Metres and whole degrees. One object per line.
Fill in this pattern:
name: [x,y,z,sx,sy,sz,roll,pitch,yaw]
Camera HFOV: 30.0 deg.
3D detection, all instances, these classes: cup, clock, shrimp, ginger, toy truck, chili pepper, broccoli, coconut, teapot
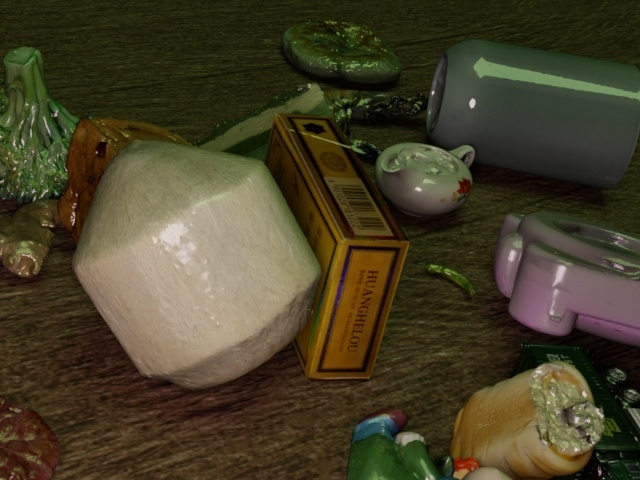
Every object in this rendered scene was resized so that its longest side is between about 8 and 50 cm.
cup: [0.338,-0.209,1.914,0.312,0.205,0.205,10,30,-6]
clock: [0.367,0.053,1.523,0.295,0.113,0.322,14,12,-7]
shrimp: [0.105,-0.183,1.939,0.262,0.051,0.198,-4,41,-24]
ginger: [-0.347,-0.009,1.442,0.069,0.051,0.173,17,32,-1]
toy truck: [0.304,0.218,1.298,0.121,0.088,0.259,5,30,-17]
chili pepper: [0.175,0.052,1.592,0.083,0.017,0.030,28,33,27]
broccoli: [-0.378,-0.160,1.542,0.219,0.194,0.194,28,32,33]
coconut: [-0.135,0.012,1.267,0.266,0.237,0.237,56,30,-12]
teapot: [0.156,-0.092,1.753,0.145,0.092,0.226,34,34,26]

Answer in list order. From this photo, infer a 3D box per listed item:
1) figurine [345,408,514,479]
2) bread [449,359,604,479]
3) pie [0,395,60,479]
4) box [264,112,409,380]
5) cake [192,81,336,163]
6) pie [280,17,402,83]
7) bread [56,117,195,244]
figurine: [0.137,0.254,1.147,0.234,0.127,0.185,5,22,4]
bread: [0.211,0.194,1.228,0.084,0.177,0.119,33,52,-27]
pie: [-0.321,0.194,1.123,0.154,0.036,0.154,12,30,-7]
box: [0.000,0.000,1.428,0.084,0.193,0.301,3,32,-20]
cake: [-0.099,-0.119,1.618,0.283,0.172,0.158,3,29,-14]
pie: [0.043,-0.344,2.169,0.240,0.054,0.240,10,28,-5]
bread: [-0.223,-0.053,1.450,0.158,0.143,0.149,-5,39,-49]
